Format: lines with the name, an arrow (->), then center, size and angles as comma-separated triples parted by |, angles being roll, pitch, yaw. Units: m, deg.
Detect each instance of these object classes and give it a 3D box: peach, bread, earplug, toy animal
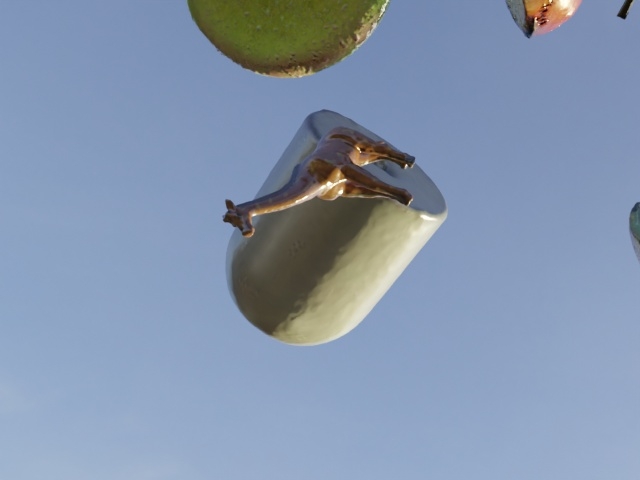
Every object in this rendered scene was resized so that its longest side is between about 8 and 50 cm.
peach -> 0.262, -0.317, 1.370 | 0.172, 0.092, 0.127 | 61, 8, -80
bread -> -0.041, -0.335, 1.348 | 0.301, 0.045, 0.301 | 6, -76, 25
earplug -> 0.000, 0.000, 2.146 | 0.312, 0.313, 0.394 | 35, -69, -7
toy animal -> 0.001, -0.069, 1.464 | 0.229, 0.224, 0.066 | 11, -44, -4

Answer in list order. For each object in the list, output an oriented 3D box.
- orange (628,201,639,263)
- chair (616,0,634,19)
orange -> 0.630, 0.030, 1.760 | 0.334, 0.262, 0.196 | 15, -63, -2
chair -> 0.308, -0.379, 1.043 | 0.170, 0.326, 0.160 | 30, 4, -2
